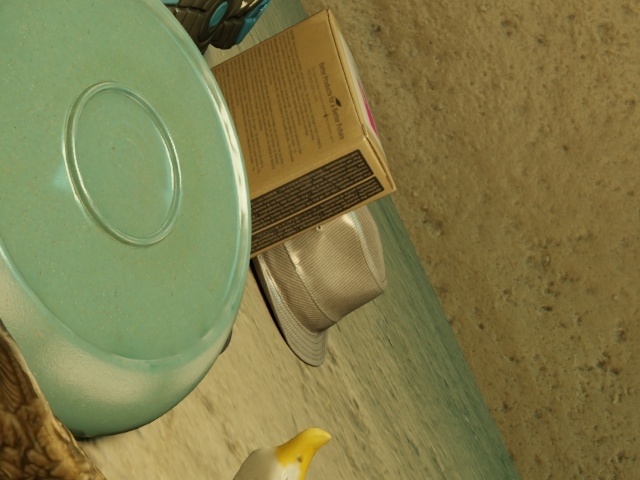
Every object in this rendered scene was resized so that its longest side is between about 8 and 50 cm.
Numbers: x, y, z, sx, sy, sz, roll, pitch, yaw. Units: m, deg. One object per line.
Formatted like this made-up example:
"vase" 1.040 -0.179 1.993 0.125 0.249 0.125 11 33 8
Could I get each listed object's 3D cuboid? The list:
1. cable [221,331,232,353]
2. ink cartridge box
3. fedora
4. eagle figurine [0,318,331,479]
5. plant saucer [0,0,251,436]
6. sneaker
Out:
"cable" -0.116 0.005 0.806 0.184 0.047 0.150 68 13 16
"ink cartridge box" -0.041 -0.113 1.019 0.088 0.193 0.235 55 16 -43
"fedora" 0.000 0.000 1.156 0.244 0.124 0.275 40 28 -64
"eagle figurine" -0.082 0.153 0.425 0.298 0.225 0.226 21 -6 -33
"plant saucer" -0.130 -0.043 0.589 0.317 0.043 0.317 32 53 -53
"sneaker" -0.164 -0.276 1.080 0.139 0.125 0.341 38 16 -1
